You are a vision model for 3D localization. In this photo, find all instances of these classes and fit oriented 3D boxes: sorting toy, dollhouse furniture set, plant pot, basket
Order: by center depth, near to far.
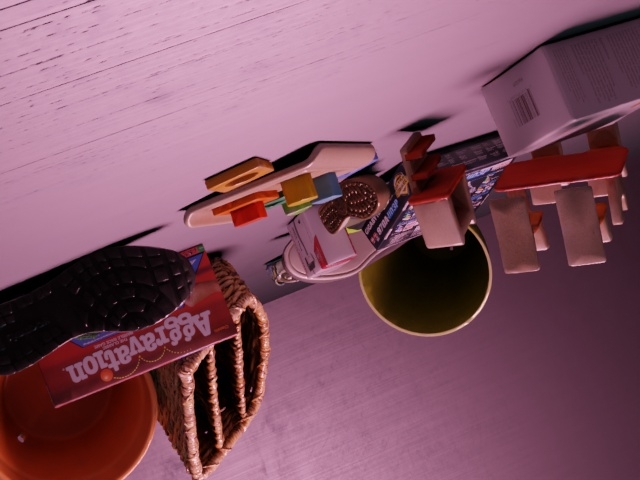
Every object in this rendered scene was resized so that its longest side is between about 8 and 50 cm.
[{"bbox_3d":[-0.041,-0.055,1.272,0.196,0.047,0.347,-25,174,24],"label":"sorting toy"},{"bbox_3d":[0.240,-0.077,1.302,0.259,0.135,0.262,-8,-158,25],"label":"dollhouse furniture set"},{"bbox_3d":[-0.169,0.210,1.780,0.213,0.223,0.299,-19,133,-22],"label":"basket"},{"bbox_3d":[-0.432,0.268,1.799,0.290,0.291,0.203,-21,-170,-15],"label":"plant pot"},{"bbox_3d":[0.242,0.025,2.307,0.274,0.275,0.293,-24,-170,19],"label":"plant pot"}]

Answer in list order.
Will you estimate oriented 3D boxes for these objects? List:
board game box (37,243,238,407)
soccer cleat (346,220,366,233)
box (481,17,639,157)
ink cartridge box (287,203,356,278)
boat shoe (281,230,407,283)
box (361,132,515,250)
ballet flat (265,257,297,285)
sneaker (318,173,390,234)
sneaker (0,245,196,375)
[{"bbox_3d":[-0.275,0.123,1.555,0.281,0.145,0.027,-22,175,-11],"label":"board game box"},{"bbox_3d":[0.092,-0.055,1.792,0.178,0.060,0.072,-23,167,18],"label":"soccer cleat"},{"bbox_3d":[0.296,-0.175,1.222,0.170,0.091,0.130,-19,174,-28],"label":"box"},{"bbox_3d":[0.000,0.000,1.714,0.056,0.099,0.135,-21,174,-16],"label":"ink cartridge box"},{"bbox_3d":[0.049,0.012,1.993,0.335,0.112,0.095,-23,172,-38],"label":"boat shoe"},{"bbox_3d":[0.189,-0.078,1.701,0.220,0.051,0.175,-20,155,-32],"label":"box"},{"bbox_3d":[-0.043,0.048,2.224,0.070,0.070,0.188,-18,173,-37],"label":"ballet flat"},{"bbox_3d":[0.069,-0.067,1.574,0.086,0.064,0.192,-28,178,-26],"label":"sneaker"},{"bbox_3d":[-0.293,0.069,1.338,0.283,0.107,0.124,-19,-170,1],"label":"sneaker"}]
